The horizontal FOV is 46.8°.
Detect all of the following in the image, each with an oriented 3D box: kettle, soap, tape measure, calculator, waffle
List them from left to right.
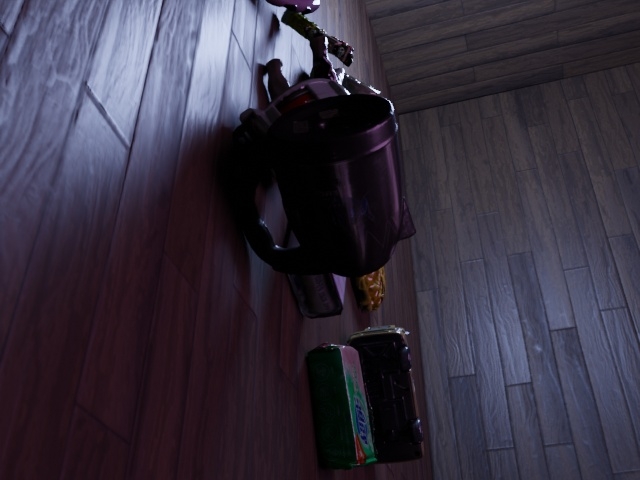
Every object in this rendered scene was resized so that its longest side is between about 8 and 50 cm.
[{"bbox_3d":[-0.093,-0.670,1.858,0.294,0.043,0.194,-19,92,-59],"label":"calculator"},{"bbox_3d":[-0.029,-0.212,1.518,0.125,0.246,0.243,55,-2,24],"label":"tape measure"},{"bbox_3d":[0.007,-0.069,1.369,0.228,0.321,0.324,-109,-174,-61],"label":"kettle"},{"bbox_3d":[0.045,0.372,1.661,0.218,0.098,0.273,28,50,-65],"label":"soap"},{"bbox_3d":[0.151,0.026,2.403,0.379,0.095,0.382,-72,151,-67],"label":"waffle"}]

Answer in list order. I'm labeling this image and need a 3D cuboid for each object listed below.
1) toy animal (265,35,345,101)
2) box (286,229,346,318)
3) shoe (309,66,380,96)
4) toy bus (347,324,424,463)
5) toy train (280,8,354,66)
[{"bbox_3d":[0.000,-0.294,1.810,0.344,0.194,0.302,9,65,-73],"label":"toy animal"},{"bbox_3d":[0.000,0.000,1.747,0.369,0.112,0.190,-78,154,-54],"label":"box"},{"bbox_3d":[0.028,-0.379,2.108,0.210,0.132,0.342,-64,-151,13],"label":"shoe"},{"bbox_3d":[0.180,0.414,2.039,0.202,0.177,0.365,-47,128,-78],"label":"toy bus"},{"bbox_3d":[-0.005,-0.528,1.918,0.085,0.053,0.250,8,28,-50],"label":"toy train"}]
